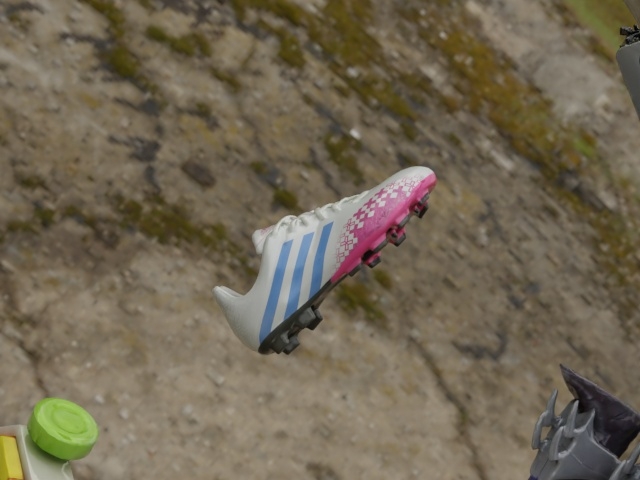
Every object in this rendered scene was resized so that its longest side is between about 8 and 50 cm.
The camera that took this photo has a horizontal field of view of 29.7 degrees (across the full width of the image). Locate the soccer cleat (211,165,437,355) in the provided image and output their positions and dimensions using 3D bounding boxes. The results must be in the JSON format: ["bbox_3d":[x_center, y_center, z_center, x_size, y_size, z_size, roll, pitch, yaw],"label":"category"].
[{"bbox_3d":[0.000,0.000,1.552,0.143,0.331,0.116,45,-1,11],"label":"soccer cleat"}]

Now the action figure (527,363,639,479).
[{"bbox_3d":[0.134,0.234,0.801,0.099,0.285,0.185,34,0,-39],"label":"action figure"}]

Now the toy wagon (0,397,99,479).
[{"bbox_3d":[-0.237,0.297,0.919,0.068,0.267,0.344,18,24,-32],"label":"toy wagon"}]

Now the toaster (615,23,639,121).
[{"bbox_3d":[0.427,-0.207,1.357,0.110,0.168,0.186,69,22,-10],"label":"toaster"}]

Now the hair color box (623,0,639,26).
[{"bbox_3d":[0.205,-0.280,0.755,0.185,0.114,0.374,67,6,-46],"label":"hair color box"}]
